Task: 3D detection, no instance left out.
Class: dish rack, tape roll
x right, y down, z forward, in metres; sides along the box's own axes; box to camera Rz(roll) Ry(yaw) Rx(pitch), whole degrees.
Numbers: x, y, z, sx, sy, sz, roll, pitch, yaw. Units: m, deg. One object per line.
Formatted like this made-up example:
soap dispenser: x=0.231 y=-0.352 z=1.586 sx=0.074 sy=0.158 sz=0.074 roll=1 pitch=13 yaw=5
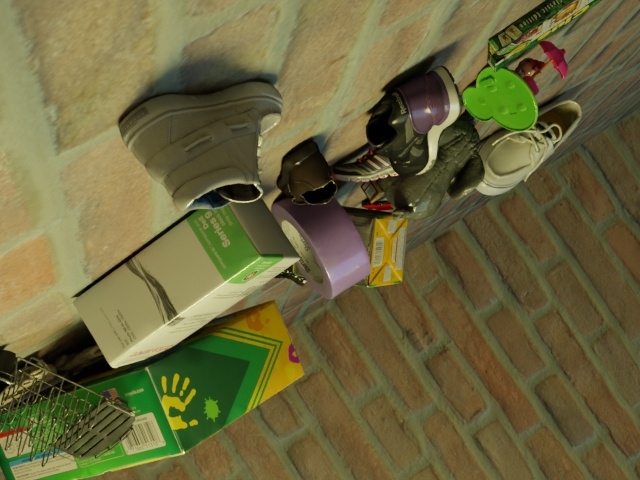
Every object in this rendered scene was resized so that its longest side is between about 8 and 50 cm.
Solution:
dish rack: x=-0.437 y=0.279 z=1.743 sx=0.208 sy=0.271 sz=0.074 roll=-39 pitch=-148 yaw=37
tape roll: x=0.000 y=0.000 z=1.888 sx=0.080 sy=0.189 sz=0.189 roll=-32 pitch=172 yaw=-15

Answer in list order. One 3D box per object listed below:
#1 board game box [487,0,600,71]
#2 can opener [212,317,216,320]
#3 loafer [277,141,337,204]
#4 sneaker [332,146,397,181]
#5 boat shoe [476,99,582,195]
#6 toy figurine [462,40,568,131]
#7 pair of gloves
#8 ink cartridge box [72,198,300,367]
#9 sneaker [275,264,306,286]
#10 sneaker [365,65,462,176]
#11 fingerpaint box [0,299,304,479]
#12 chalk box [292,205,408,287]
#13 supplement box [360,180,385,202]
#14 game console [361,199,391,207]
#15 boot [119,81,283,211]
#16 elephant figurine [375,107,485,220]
board game box: x=0.382 y=-0.367 z=1.788 sx=0.259 sy=0.030 sz=0.136 roll=-34 pitch=174 yaw=5
can opener: x=-0.238 y=0.106 z=2.074 sx=0.093 sy=0.074 sz=0.280 roll=1 pitch=170 yaw=3
loafer: x=-0.018 y=-0.084 z=1.720 sx=0.080 sy=0.078 sz=0.220 roll=-33 pitch=172 yaw=-2
sneaker: x=0.098 y=-0.144 z=1.901 sx=0.170 sy=0.075 sz=0.063 roll=-11 pitch=-171 yaw=-1
boat shoe: x=0.501 y=-0.236 z=2.625 sx=0.367 sy=0.136 sz=0.156 roll=-31 pitch=172 yaw=-34
toy figurine: x=0.358 y=-0.284 z=1.955 sx=0.159 sy=0.130 sz=0.173 roll=-40 pitch=-162 yaw=-27
pair of gloves: x=-0.457 y=0.219 z=1.916 sx=0.240 sy=0.042 sz=0.204 roll=-23 pitch=174 yaw=-24
ink cartridge box: x=-0.201 y=0.059 z=1.700 sx=0.289 sy=0.121 sz=0.211 roll=-35 pitch=172 yaw=11
sneaker: x=-0.060 y=0.063 z=2.370 sx=0.170 sy=0.089 sz=0.051 roll=-30 pitch=171 yaw=-22
sneaker: x=0.118 y=-0.173 z=1.730 sx=0.124 sy=0.107 sz=0.283 roll=-20 pitch=162 yaw=-14
fingerpaint box: x=-0.318 y=0.280 z=2.018 sx=0.444 sy=0.163 sz=0.371 roll=-20 pitch=-177 yaw=36
chalk box: x=0.036 y=0.005 z=2.062 sx=0.213 sy=0.132 sz=0.132 roll=10 pitch=-172 yaw=33
supplement box: x=0.130 y=-0.117 z=2.210 sx=0.083 sy=0.043 sz=0.055 roll=-29 pitch=170 yaw=-25
game console: x=0.159 y=-0.113 z=2.451 sx=0.124 sy=0.085 sz=0.144 roll=-3 pitch=177 yaw=13
boot: x=-0.100 y=-0.093 z=1.197 sx=0.095 sy=0.123 sz=0.258 roll=-39 pitch=170 yaw=33
elephant figurine: x=0.219 y=-0.153 z=2.008 sx=0.239 sy=0.186 sz=0.169 roll=-40 pitch=149 yaw=17
